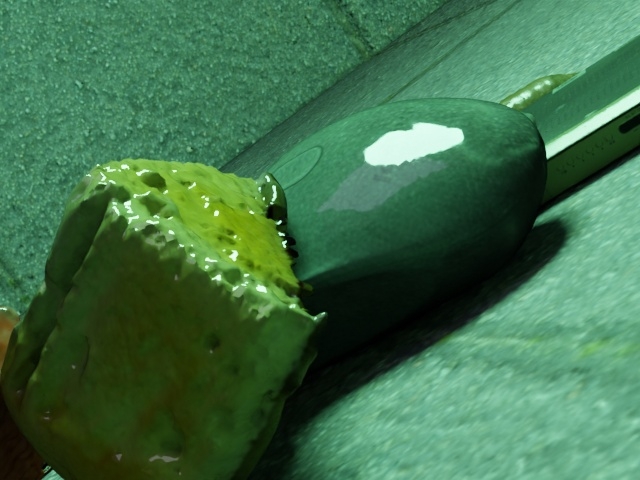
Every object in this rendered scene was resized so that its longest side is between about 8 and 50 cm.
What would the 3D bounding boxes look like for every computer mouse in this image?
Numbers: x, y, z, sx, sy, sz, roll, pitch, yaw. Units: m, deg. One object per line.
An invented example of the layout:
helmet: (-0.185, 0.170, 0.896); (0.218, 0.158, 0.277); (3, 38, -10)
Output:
computer mouse: (-0.002, -0.003, 1.018); (0.374, 0.114, 0.203); (-30, 30, 37)

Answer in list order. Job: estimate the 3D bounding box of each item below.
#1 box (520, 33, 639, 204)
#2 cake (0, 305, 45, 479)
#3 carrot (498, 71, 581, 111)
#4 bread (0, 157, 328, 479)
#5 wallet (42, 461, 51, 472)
box: (0.216, -0.102, 1.085); (0.270, 0.045, 0.211); (-32, 11, 18)
cake: (-0.376, 0.156, 0.944); (0.319, 0.269, 0.270); (-51, -13, -36)
carrot: (0.097, -0.058, 1.237); (0.342, 0.070, 0.070); (-34, 9, -1)
bread: (-0.103, 0.064, 0.844); (0.262, 0.162, 0.204); (-116, 47, -70)
wallet: (-0.242, 0.181, 1.355); (0.176, 0.026, 0.095); (-41, 13, -31)
